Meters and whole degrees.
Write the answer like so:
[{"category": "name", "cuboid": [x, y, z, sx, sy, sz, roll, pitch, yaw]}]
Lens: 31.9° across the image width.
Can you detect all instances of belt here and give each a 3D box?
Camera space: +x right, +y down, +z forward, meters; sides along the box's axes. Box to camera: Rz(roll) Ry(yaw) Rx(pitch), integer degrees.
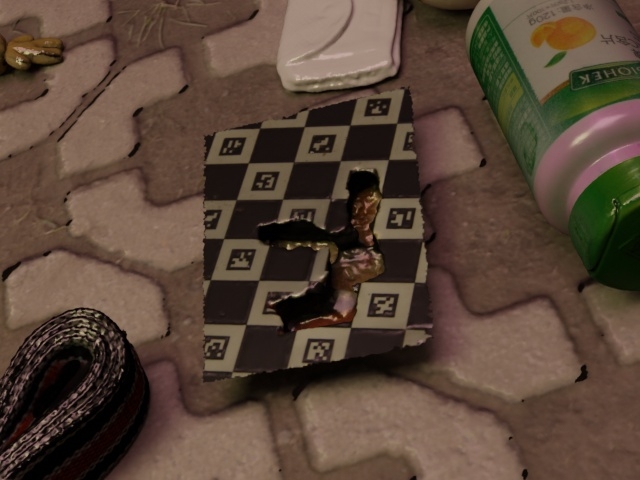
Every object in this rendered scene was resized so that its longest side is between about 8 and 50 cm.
[{"category": "belt", "cuboid": [-0.241, 0.206, 0.796, 0.126, 0.094, 0.359, 11, 54, 28]}]

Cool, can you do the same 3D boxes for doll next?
[{"category": "doll", "cuboid": [-0.331, -0.208, 1.217, 0.093, 0.051, 0.061, -14, 41, 5]}]

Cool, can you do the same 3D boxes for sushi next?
[{"category": "sushi", "cuboid": [0.000, 0.000, 0.927, 0.192, 0.043, 0.280, -12, 48, 9]}]

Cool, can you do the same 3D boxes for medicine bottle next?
[{"category": "medicine bottle", "cuboid": [0.211, -0.092, 0.876, 0.133, 0.133, 0.274, -18, 48, 3]}]

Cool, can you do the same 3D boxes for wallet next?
[{"category": "wallet", "cuboid": [0.021, -0.221, 1.122, 0.124, 0.032, 0.183, -4, 48, 13]}]

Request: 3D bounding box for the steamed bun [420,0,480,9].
[{"category": "steamed bun", "cuboid": [0.141, -0.332, 1.096, 0.177, 0.130, 0.228, -4, 79, 19]}]
